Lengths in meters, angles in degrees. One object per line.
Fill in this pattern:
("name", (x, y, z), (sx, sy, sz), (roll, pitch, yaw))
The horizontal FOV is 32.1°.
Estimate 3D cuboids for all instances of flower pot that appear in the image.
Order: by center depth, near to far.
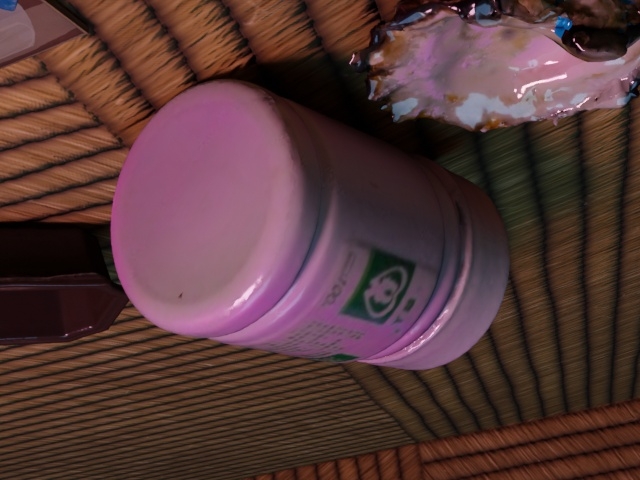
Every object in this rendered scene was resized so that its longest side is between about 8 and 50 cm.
("flower pot", (-0.327, 0.040, 1.116), (0.251, 0.084, 0.179), (-1, 157, -26))

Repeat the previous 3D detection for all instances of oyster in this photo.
("oyster", (0.160, -0.151, 0.846), (0.260, 0.092, 0.198), (-10, 161, 26))

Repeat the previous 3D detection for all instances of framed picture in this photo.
("framed picture", (-0.283, -0.141, 0.769), (0.201, 0.010, 0.136), (-17, 157, 18))

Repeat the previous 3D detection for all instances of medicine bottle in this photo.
("medicine bottle", (0.000, 0.000, 0.984), (0.212, 0.212, 0.325), (-24, 156, 32))

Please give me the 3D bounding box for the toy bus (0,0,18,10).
("toy bus", (-0.246, -0.184, 0.501), (0.246, 0.134, 0.113), (1, 157, -23))
